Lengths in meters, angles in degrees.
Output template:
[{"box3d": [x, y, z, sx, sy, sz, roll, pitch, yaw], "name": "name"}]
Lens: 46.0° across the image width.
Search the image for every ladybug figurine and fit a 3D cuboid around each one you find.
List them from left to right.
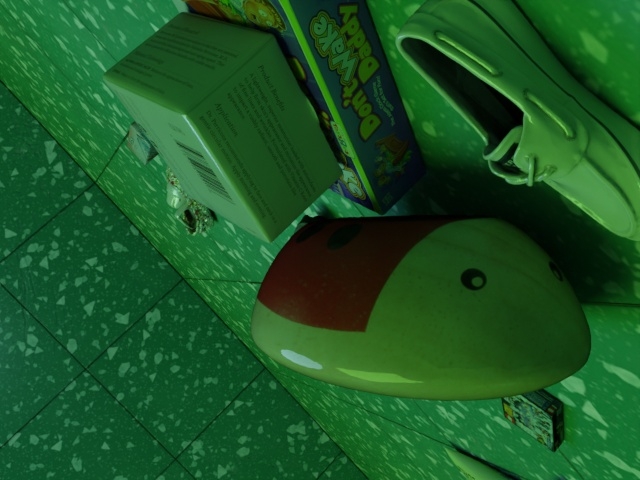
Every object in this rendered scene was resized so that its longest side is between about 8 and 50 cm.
[{"box3d": [0.084, 0.055, 0.825, 0.449, 0.305, 0.162, 2, 97, 58], "name": "ladybug figurine"}]

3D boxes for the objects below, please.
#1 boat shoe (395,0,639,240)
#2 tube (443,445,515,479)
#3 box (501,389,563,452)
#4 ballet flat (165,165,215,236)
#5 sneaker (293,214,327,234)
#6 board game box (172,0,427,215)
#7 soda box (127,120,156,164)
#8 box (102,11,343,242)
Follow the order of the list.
[{"box3d": [0.161, -0.084, 0.584, 0.258, 0.084, 0.095, 45, 163, 2], "name": "boat shoe"}, {"box3d": [0.341, 0.499, 1.580, 0.240, 0.062, 0.070, -170, 79, -71], "name": "tube"}, {"box3d": [0.311, 0.251, 1.113, 0.094, 0.027, 0.137, 35, 160, 36], "name": "box"}, {"box3d": [-0.306, -0.087, 1.723, 0.091, 0.077, 0.241, 36, 160, 32], "name": "ballet flat"}, {"box3d": [0.000, 0.000, 1.228, 0.063, 0.075, 0.170, 19, 177, 21], "name": "sneaker"}, {"box3d": [-0.040, -0.205, 0.797, 0.233, 0.078, 0.347, 29, 157, 43], "name": "board game box"}, {"box3d": [-0.364, -0.216, 1.593, 0.063, 0.058, 0.183, 48, 164, -6], "name": "soda box"}, {"box3d": [-0.100, -0.121, 0.788, 0.182, 0.119, 0.181, 29, 157, 45], "name": "box"}]
